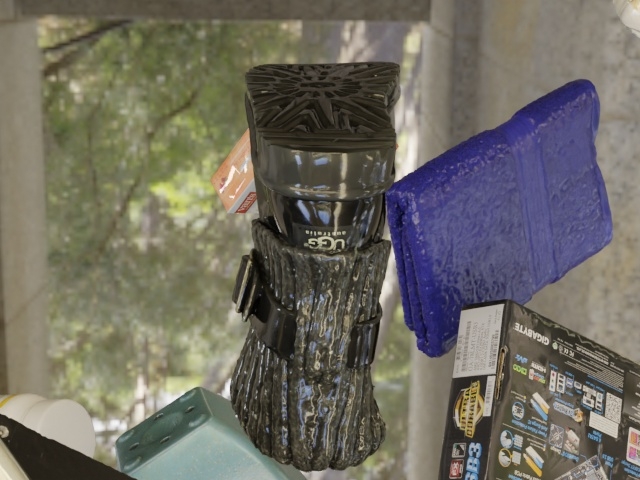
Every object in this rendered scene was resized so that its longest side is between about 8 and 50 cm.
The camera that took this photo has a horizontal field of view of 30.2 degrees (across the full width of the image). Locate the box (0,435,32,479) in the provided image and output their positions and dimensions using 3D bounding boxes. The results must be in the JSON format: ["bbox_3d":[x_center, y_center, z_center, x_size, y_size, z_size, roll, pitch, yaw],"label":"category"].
[{"bbox_3d":[-0.207,0.215,0.696,0.148,0.311,0.121,-34,173,-16],"label":"box"}]

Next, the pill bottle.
[{"bbox_3d":[-0.381,0.244,1.420,0.209,0.119,0.119,-7,-173,30],"label":"pill bottle"}]

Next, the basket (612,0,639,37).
[{"bbox_3d":[0.393,-0.250,0.801,0.331,0.328,0.266,23,-148,-12],"label":"basket"}]

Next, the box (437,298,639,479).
[{"bbox_3d":[0.244,0.244,1.209,0.296,0.293,0.073,25,156,-35],"label":"box"}]

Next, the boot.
[{"bbox_3d":[-0.004,0.000,0.971,0.131,0.260,0.348,2,-157,4],"label":"boot"}]

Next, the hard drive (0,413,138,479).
[{"bbox_3d":[-0.209,0.261,0.953,0.339,0.237,0.064,31,-138,-16],"label":"hard drive"}]

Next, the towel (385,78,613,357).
[{"bbox_3d":[0.203,-0.029,1.343,0.308,0.227,0.076,-30,-148,-29],"label":"towel"}]

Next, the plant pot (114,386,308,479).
[{"bbox_3d":[-0.156,0.355,1.655,0.247,0.252,0.248,-32,-163,-5],"label":"plant pot"}]

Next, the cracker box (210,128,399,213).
[{"bbox_3d":[-0.021,-0.111,1.690,0.232,0.155,0.067,-1,-129,-46],"label":"cracker box"}]
